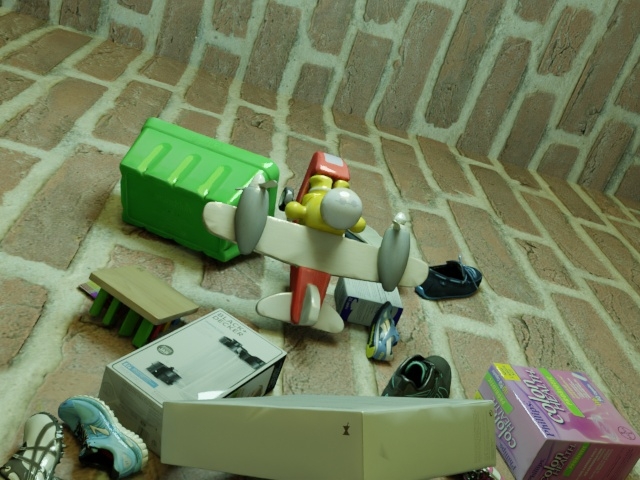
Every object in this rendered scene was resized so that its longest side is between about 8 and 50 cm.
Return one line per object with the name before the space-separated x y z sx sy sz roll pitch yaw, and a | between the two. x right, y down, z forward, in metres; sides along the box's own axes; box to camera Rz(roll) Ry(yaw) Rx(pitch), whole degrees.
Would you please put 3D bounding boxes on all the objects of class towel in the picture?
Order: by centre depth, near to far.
towel | -0.429 0.101 1.394 0.083 0.009 0.060 32 27 22

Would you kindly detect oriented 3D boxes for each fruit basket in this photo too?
fruit basket | -0.263 -0.139 1.737 0.392 0.283 0.392 6 38 -5

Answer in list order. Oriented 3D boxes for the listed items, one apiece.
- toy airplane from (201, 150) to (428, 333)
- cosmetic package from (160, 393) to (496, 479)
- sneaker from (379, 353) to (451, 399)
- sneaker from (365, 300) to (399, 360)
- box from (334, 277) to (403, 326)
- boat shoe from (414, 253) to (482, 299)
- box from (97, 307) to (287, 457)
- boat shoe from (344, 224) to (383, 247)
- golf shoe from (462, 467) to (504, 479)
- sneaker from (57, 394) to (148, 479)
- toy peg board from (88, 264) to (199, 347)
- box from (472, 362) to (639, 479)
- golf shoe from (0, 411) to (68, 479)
toy airplane | 0.000 0.000 1.480 0.386 0.272 0.384 -29 77 -34
cosmetic package | 0.005 0.265 0.977 0.377 0.098 0.284 -10 -16 43
sneaker | 0.203 0.275 1.390 0.101 0.106 0.267 29 25 21
sneaker | 0.139 0.198 1.528 0.059 0.053 0.144 22 55 -8
box | 0.109 0.137 1.640 0.137 0.072 0.126 14 26 -11
boat shoe | 0.360 0.098 1.881 0.109 0.089 0.258 36 29 30
box | -0.208 0.231 1.197 0.169 0.087 0.290 31 27 22
boat shoe | 0.138 0.037 1.859 0.095 0.079 0.254 -5 32 -38
golf shoe | 0.279 0.401 1.232 0.086 0.068 0.186 -3 33 -42
sneaker | -0.328 0.286 1.030 0.162 0.063 0.073 30 30 22
toy peg board | -0.344 0.126 1.343 0.161 0.079 0.160 32 11 13
box | 0.459 0.360 1.387 0.242 0.117 0.213 9 27 -21
golf shoe | -0.388 0.299 0.931 0.093 0.077 0.198 13 23 -32
